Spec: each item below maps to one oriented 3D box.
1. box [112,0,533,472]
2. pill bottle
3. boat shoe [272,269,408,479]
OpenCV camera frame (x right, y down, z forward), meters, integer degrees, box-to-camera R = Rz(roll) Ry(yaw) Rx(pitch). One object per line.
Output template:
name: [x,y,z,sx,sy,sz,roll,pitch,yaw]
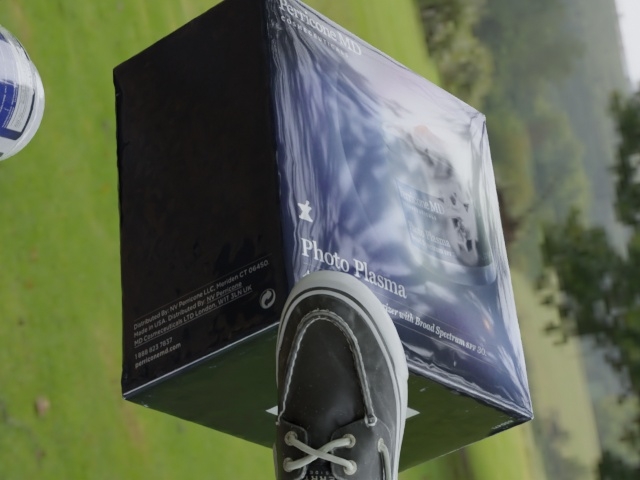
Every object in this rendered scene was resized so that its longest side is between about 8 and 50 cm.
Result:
box: [0.000,0.000,1.335,0.296,0.182,0.294,25,48,-44]
pill bottle: [-0.345,-0.139,1.522,0.264,0.153,0.153,13,67,-83]
boat shoe: [0.011,0.128,0.993,0.070,0.077,0.219,-51,137,-67]
